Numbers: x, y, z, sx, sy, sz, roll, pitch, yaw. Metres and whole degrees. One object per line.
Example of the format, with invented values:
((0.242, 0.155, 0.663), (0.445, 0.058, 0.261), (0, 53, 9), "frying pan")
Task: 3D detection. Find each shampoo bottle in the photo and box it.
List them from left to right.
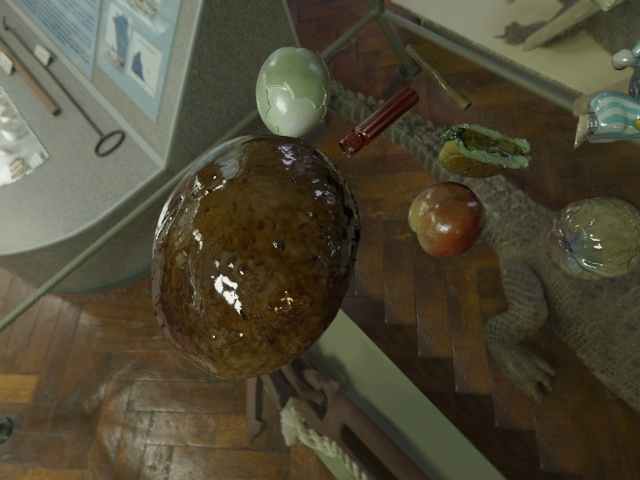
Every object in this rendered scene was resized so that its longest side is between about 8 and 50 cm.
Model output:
((0.168, -0.348, 1.360), (0.260, 0.064, 0.102), (-41, 21, -7), "shampoo bottle")

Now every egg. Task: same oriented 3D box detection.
((-0.100, -0.535, 1.713), (0.278, 0.278, 0.336), (0, 78, 15), "egg")

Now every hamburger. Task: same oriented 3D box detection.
((0.521, -0.286, 1.544), (0.309, 0.211, 0.132), (10, 81, -15), "hamburger")

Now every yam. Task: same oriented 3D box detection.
((0.410, -0.577, 1.624), (0.327, 0.045, 0.045), (54, 124, 19), "yam")

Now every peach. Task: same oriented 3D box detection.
((0.416, -0.072, 1.512), (0.252, 0.252, 0.252), (-7, 60, 12), "peach")

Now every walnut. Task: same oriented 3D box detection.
((0.790, -0.006, 1.324), (0.248, 0.248, 0.248), (-7, 60, 12), "walnut")

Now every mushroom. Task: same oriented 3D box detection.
((-0.084, 0.048, 0.671), (0.334, 0.356, 0.331), (-10, 41, 25), "mushroom")

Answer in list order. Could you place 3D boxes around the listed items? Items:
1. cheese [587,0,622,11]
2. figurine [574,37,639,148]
((0.703, -0.750, 1.120), (0.153, 0.292, 0.332), (-25, 80, 19), "cheese")
((0.871, -0.450, 1.209), (0.361, 0.266, 0.377), (0, 86, 25), "figurine")
